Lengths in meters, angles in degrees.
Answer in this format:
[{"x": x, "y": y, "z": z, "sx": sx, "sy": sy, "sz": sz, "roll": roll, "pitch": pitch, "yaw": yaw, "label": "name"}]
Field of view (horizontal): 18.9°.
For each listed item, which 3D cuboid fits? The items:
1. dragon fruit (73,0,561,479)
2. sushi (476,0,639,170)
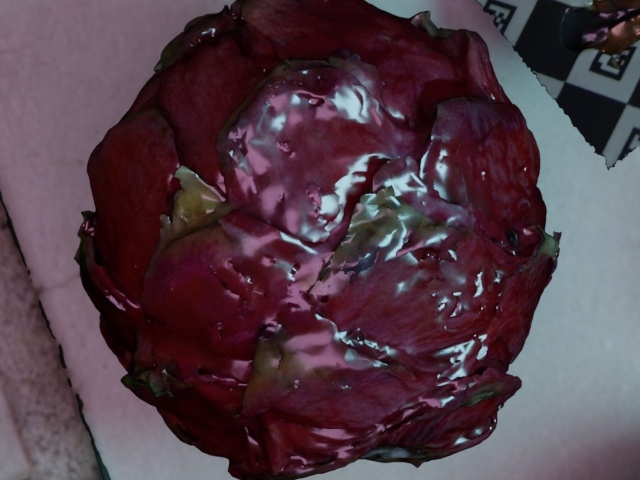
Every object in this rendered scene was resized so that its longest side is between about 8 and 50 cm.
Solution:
[{"x": -0.003, "y": 0.001, "z": 1.230, "sx": 0.329, "sy": 0.329, "sz": 0.329, "roll": 1, "pitch": 100, "yaw": 7, "label": "dragon fruit"}, {"x": 0.244, "y": -0.212, "z": 1.252, "sx": 0.290, "sy": 0.050, "sz": 0.264, "roll": -43, "pitch": 53, "yaw": 14, "label": "sushi"}]
